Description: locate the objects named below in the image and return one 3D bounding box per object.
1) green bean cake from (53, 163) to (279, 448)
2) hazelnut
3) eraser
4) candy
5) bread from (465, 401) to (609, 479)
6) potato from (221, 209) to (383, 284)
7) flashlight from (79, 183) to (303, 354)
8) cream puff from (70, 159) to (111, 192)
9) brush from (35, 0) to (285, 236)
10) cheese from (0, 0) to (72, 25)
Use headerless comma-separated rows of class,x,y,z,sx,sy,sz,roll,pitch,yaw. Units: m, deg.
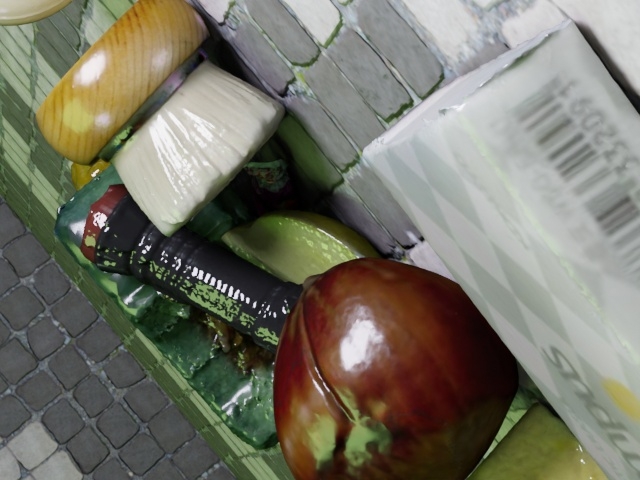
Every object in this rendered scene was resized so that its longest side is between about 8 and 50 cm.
green bean cake,-0.111,0.060,1.543,0.308,0.169,0.300,50,176,11
hazelnut,0.057,0.113,1.219,0.229,0.229,0.229,45,164,17
eraser,0.200,0.064,0.897,0.397,0.082,0.213,52,165,-6
candy,-0.043,-0.038,1.412,0.043,0.045,0.175,60,172,31
bread,0.244,0.266,1.221,0.266,0.178,0.142,40,130,25
potato,0.000,0.000,1.355,0.149,0.081,0.120,44,137,10
flashlight,-0.109,0.033,1.341,0.232,0.093,0.093,30,160,13
cream puff,-0.232,-0.067,1.777,0.146,0.116,0.146,58,-167,-21
brush,-0.147,-0.113,1.331,0.166,0.174,0.266,43,174,-9
cheese,-0.306,-0.241,1.339,0.137,0.227,0.064,40,162,18
